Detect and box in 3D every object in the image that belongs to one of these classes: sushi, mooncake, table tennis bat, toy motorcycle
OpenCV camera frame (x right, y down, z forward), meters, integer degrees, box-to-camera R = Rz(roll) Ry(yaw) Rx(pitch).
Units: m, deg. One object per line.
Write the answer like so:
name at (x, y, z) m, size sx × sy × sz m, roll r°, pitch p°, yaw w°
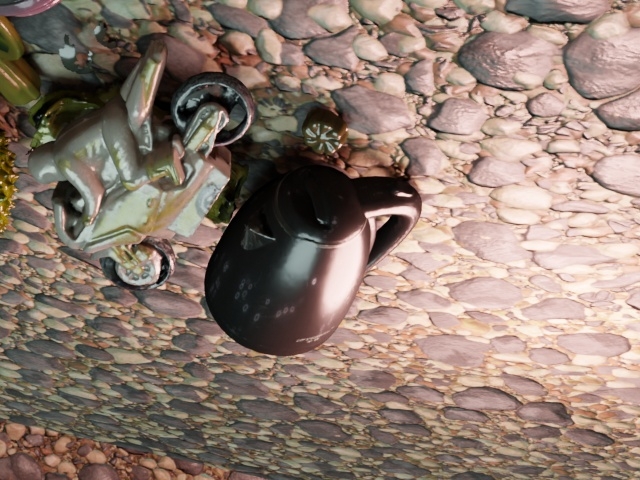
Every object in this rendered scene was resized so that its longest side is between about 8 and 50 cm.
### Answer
sushi at (-0.233, -0.110, 1.493) m, size 0.291 × 0.131 × 0.139 m, roll 26°, pitch 152°, yaw -6°
mooncake at (-0.132, -0.183, 1.399) m, size 0.347 × 0.057 × 0.150 m, roll 5°, pitch 131°, yaw -4°
table tennis bat at (-0.402, -0.248, 1.334) m, size 0.198 × 0.050 × 0.321 m, roll 26°, pitch 165°, yaw 20°
toy motorcycle at (-0.226, -0.085, 1.381) m, size 0.223 × 0.108 × 0.340 m, roll 23°, pitch 124°, yaw -18°

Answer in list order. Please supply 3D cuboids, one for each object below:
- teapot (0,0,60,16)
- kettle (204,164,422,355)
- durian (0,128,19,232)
teapot at (-0.316, -0.314, 1.166) m, size 0.116 × 0.148 × 0.146 m, roll -28°, pitch 133°, yaw -1°
kettle at (0.000, 0.000, 1.581) m, size 0.268 × 0.207 × 0.290 m, roll -11°, pitch 154°, yaw -25°
durian at (-0.525, -0.102, 1.542) m, size 0.291 × 0.224 × 0.291 m, roll 44°, pitch 171°, yaw 9°
